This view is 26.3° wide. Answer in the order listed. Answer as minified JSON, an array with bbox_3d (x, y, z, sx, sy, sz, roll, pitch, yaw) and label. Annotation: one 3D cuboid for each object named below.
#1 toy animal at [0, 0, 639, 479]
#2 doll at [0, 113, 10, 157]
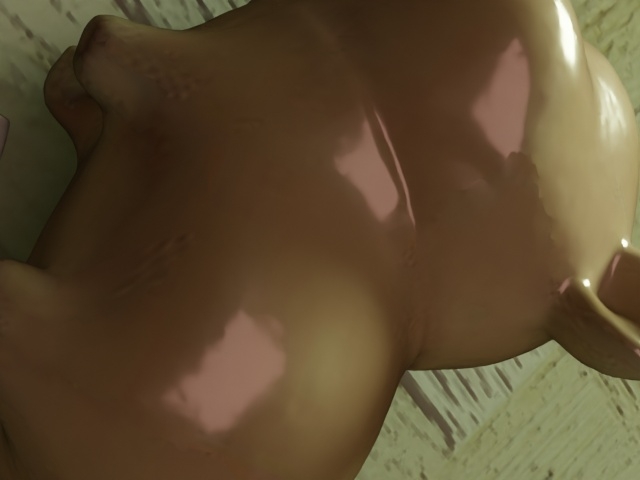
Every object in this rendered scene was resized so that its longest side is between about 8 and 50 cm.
[{"bbox_3d":[0.000,0.000,0.594,0.269,0.237,0.326,32,77,-22],"label":"toy animal"},{"bbox_3d":[-0.256,-0.052,0.505,0.287,0.151,0.151,-3,97,-32],"label":"doll"}]
